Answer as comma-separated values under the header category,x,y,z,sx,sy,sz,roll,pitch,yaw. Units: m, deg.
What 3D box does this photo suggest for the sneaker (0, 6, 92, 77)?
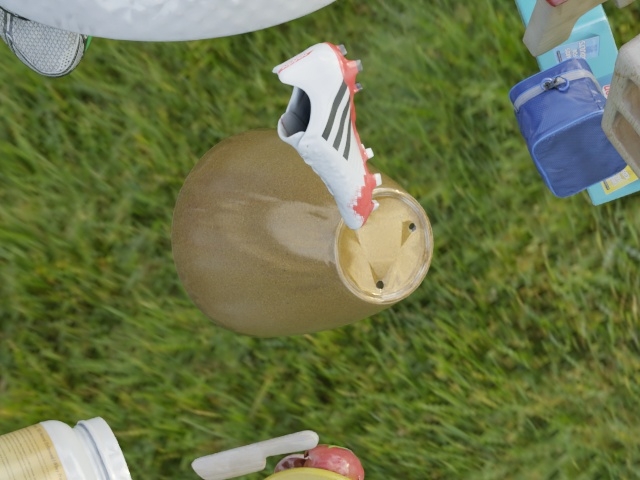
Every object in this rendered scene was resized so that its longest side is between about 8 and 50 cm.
category,x,y,z,sx,sy,sz,roll,pitch,yaw
sneaker,-0.334,-0.314,1.732,0.134,0.343,0.146,-11,40,5

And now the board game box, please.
category,x,y,z,sx,sy,sz,roll,pitch,yaw
board game box,0.255,-0.244,1.732,0.079,0.254,0.336,-20,47,10

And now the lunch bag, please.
category,x,y,z,sx,sy,sz,roll,pitch,yaw
lunch bag,0.179,-0.088,1.183,0.067,0.098,0.065,-24,54,8

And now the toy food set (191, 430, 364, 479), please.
category,x,y,z,sx,sy,sz,roll,pitch,yaw
toy food set,0.012,0.224,1.313,0.128,0.071,0.218,-26,109,29

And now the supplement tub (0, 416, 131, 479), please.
category,x,y,z,sx,sy,sz,roll,pitch,yaw
supplement tub,-0.278,0.249,1.471,0.200,0.144,0.144,-17,71,-20

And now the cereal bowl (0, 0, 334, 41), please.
category,x,y,z,sx,sy,sz,roll,pitch,yaw
cereal bowl,-0.107,-0.290,1.142,0.339,0.141,0.339,-1,43,1

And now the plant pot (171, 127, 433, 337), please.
category,x,y,z,sx,sy,sz,roll,pitch,yaw
plant pot,0.000,0.000,1.711,0.237,0.254,0.237,-2,95,-29

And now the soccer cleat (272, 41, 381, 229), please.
category,x,y,z,sx,sy,sz,roll,pitch,yaw
soccer cleat,0.001,-0.039,0.638,0.035,0.083,0.029,-20,36,-16

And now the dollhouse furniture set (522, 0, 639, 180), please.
category,x,y,z,sx,sy,sz,roll,pitch,yaw
dollhouse furniture set,0.239,-0.095,0.781,0.201,0.152,0.374,-31,76,-3
